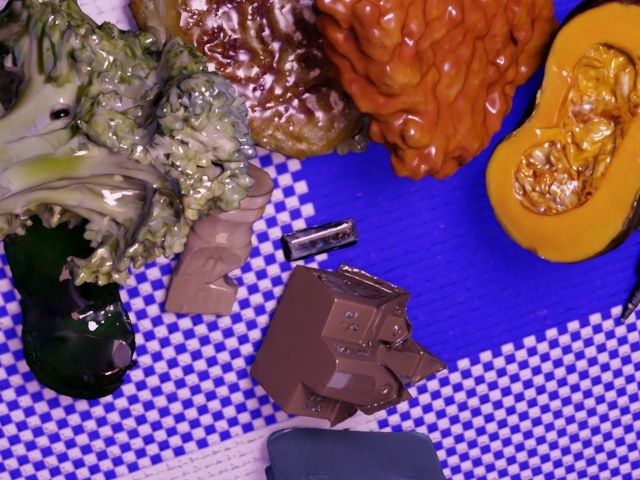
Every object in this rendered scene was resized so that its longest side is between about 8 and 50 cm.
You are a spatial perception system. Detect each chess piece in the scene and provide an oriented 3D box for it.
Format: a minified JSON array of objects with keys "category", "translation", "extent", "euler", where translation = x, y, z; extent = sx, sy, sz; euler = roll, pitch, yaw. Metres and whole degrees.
[{"category":"chess piece","translation":[-0.125,0.006,1.559],"extent":[0.090,0.090,0.200],"euler":[12,120,-16]}]

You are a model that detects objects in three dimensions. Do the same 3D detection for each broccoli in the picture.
[{"category":"broccoli","translation":[-0.262,-0.101,1.358],"extent":[0.317,0.338,0.277],"euler":[-7,130,-30]}]

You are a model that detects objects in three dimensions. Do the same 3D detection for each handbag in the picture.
[{"category":"handbag","translation":[0.048,0.309,1.660],"extent":[0.229,0.179,0.062],"euler":[3,112,-11]}]

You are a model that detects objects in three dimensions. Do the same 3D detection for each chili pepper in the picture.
[{"category":"chili pepper","translation":[-0.291,0.080,1.525],"extent":[0.148,0.116,0.265],"euler":[-3,112,-8]}]

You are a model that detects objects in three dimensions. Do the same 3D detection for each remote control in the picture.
[{"category":"remote control","translation":[0.000,0.000,1.611],"extent":[0.096,0.014,0.039],"euler":[-15,114,-7]}]

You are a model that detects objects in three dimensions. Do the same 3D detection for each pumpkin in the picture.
[{"category":"pumpkin","translation":[0.356,-0.135,1.499],"extent":[0.242,0.232,0.325],"euler":[39,119,16]}]

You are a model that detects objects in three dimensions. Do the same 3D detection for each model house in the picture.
[{"category":"model house","translation":[0.074,0.150,1.625],"extent":[0.248,0.176,0.181],"euler":[11,109,-34]}]

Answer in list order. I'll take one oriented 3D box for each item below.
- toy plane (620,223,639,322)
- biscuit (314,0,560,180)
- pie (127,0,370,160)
[{"category":"toy plane","translation":[0.445,0.009,1.676],"extent":[0.169,0.078,0.246],"euler":[30,109,6]},{"category":"biscuit","translation":[0.132,-0.242,1.404],"extent":[0.312,0.110,0.318],"euler":[-53,138,-27]},{"category":"pie","translation":[-0.037,-0.241,1.456],"extent":[0.354,0.103,0.288],"euler":[23,99,-19]}]
